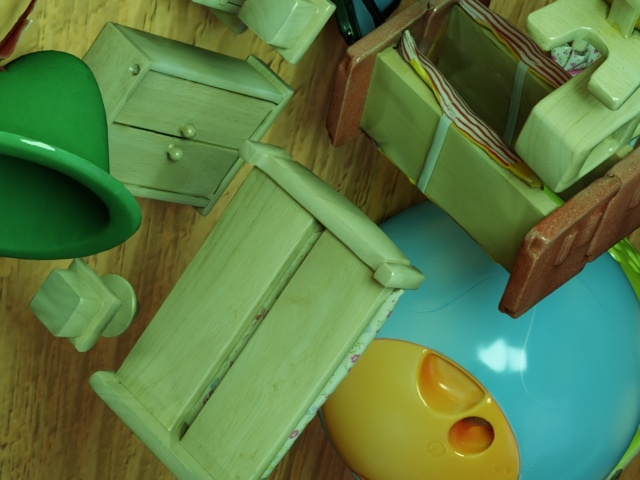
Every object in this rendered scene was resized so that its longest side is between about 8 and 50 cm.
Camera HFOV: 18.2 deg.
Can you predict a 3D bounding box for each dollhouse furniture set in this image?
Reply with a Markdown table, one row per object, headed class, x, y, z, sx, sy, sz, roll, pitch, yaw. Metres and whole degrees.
| class | x | y | z | sx | sy | sz | roll | pitch | yaw |
| --- | --- | --- | --- | --- | --- | --- | --- | --- | --- |
| dollhouse furniture set | 0.144 | -0.136 | 1.276 | 0.152 | 0.201 | 0.374 | -35 | 160 | -25 |
| dollhouse furniture set | 0.000 | 0.000 | 1.298 | 0.303 | 0.355 | 0.174 | -55 | 152 | 16 |

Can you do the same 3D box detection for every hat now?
| class | x | y | z | sx | sy | sz | roll | pitch | yaw |
| --- | --- | --- | --- | --- | --- | --- | --- | --- | --- |
| hat | -0.177 | -0.106 | 1.251 | 0.173 | 0.208 | 0.184 | 33 | 56 | -44 |

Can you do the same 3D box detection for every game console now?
| class | x | y | z | sx | sy | sz | roll | pitch | yaw |
| --- | --- | --- | --- | --- | --- | --- | --- | --- | --- |
| game console | 0.051 | -0.178 | 1.439 | 0.071 | 0.107 | 0.122 | -19 | 155 | 12 |

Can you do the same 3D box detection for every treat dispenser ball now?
| class | x | y | z | sx | sy | sz | roll | pitch | yaw |
| --- | --- | --- | --- | --- | --- | --- | --- | --- | --- |
| treat dispenser ball | 0.134 | 0.103 | 1.694 | 0.288 | 0.288 | 0.288 | -33 | 150 | -22 |

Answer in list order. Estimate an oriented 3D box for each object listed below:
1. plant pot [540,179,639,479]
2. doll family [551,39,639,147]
| class | x | y | z | sx | sy | sz | roll | pitch | yaw |
| --- | --- | --- | --- | --- | --- | --- | --- | --- | --- |
| plant pot | 0.237 | 0.102 | 1.925 | 0.227 | 0.207 | 0.228 | -50 | 151 | 10 |
| doll family | 0.285 | -0.120 | 1.783 | 0.263 | 0.118 | 0.163 | -16 | 141 | -44 |
